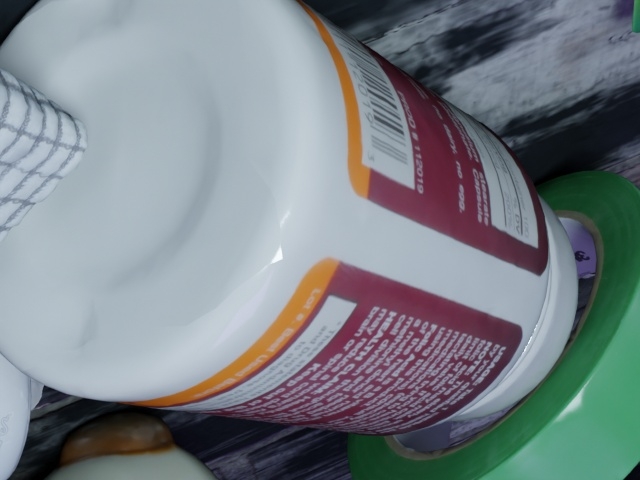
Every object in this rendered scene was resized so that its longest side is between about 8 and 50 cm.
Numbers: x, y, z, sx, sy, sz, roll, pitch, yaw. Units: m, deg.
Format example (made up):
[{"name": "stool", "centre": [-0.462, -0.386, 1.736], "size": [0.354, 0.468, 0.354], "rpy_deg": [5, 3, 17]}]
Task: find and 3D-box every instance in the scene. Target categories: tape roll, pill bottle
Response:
[{"name": "tape roll", "centre": [0.156, 0.092, 0.966], "size": [0.077, 0.321, 0.321], "rpy_deg": [38, 121, -18]}, {"name": "pill bottle", "centre": [0.000, 0.000, 0.724], "size": [0.224, 0.224, 0.392], "rpy_deg": [-35, 153, 19]}]

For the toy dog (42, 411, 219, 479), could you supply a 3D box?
[{"name": "toy dog", "centre": [-0.210, 0.351, 1.145], "size": [0.395, 0.284, 0.408], "rpy_deg": [-8, 148, -34]}]

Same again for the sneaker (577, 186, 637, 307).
[{"name": "sneaker", "centre": [0.261, 0.005, 1.156], "size": [0.106, 0.078, 0.234], "rpy_deg": [-18, 158, -23]}]

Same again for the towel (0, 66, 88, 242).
[{"name": "towel", "centre": [-0.260, -0.004, 0.479], "size": [0.283, 0.121, 0.235], "rpy_deg": [-46, 167, 7]}]

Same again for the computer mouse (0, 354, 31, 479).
[{"name": "computer mouse", "centre": [-0.191, 0.040, 0.658], "size": [0.042, 0.193, 0.106], "rpy_deg": [-16, 174, 43]}]

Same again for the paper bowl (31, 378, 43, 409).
[{"name": "paper bowl", "centre": [-0.312, 0.113, 0.743], "size": [0.284, 0.148, 0.284], "rpy_deg": [-22, 156, -10]}]

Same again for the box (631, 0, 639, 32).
[{"name": "box", "centre": [0.282, -0.208, 0.802], "size": [0.179, 0.043, 0.105], "rpy_deg": [-27, 155, -3]}]
